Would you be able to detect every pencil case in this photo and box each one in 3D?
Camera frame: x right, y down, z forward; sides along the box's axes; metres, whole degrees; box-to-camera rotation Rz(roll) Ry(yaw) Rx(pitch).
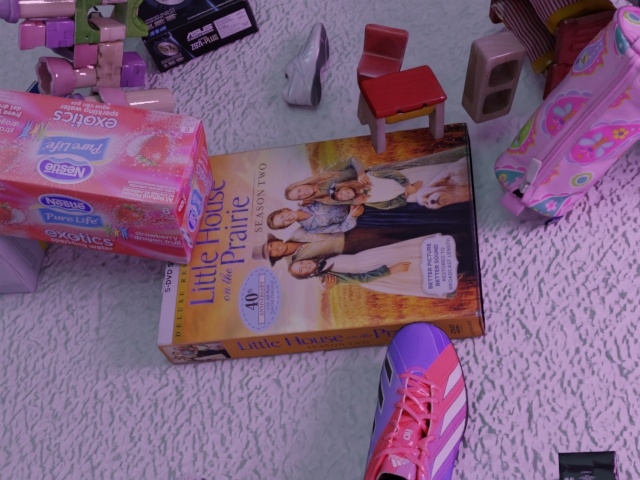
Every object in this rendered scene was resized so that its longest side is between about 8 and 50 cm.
[{"bbox_3d":[0.325,-0.146,1.202,0.124,0.284,0.124,18,45,-19],"label":"pencil case"}]

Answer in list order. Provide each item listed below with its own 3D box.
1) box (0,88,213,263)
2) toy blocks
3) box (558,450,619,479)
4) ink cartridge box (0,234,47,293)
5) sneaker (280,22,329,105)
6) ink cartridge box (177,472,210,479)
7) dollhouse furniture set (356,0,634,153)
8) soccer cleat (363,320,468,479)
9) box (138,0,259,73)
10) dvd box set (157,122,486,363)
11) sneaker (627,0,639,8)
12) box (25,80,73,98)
[{"bbox_3d":[-0.306,-0.085,1.306,0.299,0.154,0.142,9,59,5],"label":"box"},{"bbox_3d":[-0.382,-0.341,1.461,0.260,0.289,0.309,-13,41,-32],"label":"toy blocks"},{"bbox_3d":[0.288,0.264,1.064,0.062,0.083,0.052,-5,59,13],"label":"box"},{"bbox_3d":[-0.481,-0.025,1.446,0.128,0.127,0.176,-4,58,13],"label":"ink cartridge box"},{"bbox_3d":[-0.024,-0.272,1.516,0.061,0.054,0.152,1,59,20],"label":"sneaker"},{"bbox_3d":[-0.149,0.312,1.194,0.083,0.028,0.048,11,62,23],"label":"ink cartridge box"},{"bbox_3d":[0.212,-0.279,1.337,0.374,0.152,0.201,-15,54,-13],"label":"dollhouse furniture set"},{"bbox_3d":[0.100,0.231,1.106,0.108,0.116,0.318,2,65,17],"label":"soccer cleat"},{"bbox_3d":[-0.210,-0.379,1.622,0.180,0.077,0.147,-23,55,2],"label":"box"},{"bbox_3d":[0.000,0.000,1.330,0.420,0.062,0.308,-6,57,12],"label":"dvd box set"},{"bbox_3d":[0.338,-0.353,1.233,0.130,0.112,0.296,-16,37,1],"label":"sneaker"},{"bbox_3d":[-0.401,-0.196,1.576,0.168,0.054,0.059,22,66,26],"label":"box"}]
